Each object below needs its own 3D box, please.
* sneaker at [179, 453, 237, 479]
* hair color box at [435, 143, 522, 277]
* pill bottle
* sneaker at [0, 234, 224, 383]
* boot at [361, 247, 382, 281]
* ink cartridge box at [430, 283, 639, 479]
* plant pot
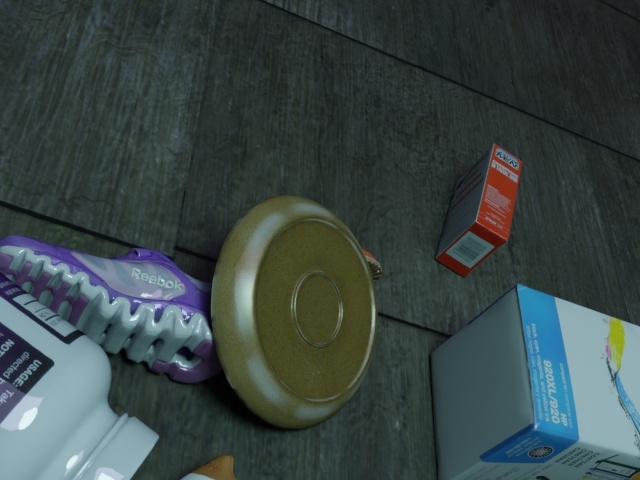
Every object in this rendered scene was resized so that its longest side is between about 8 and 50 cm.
[{"bbox_3d":[-0.005,0.289,0.675,0.290,0.106,0.123,42,47,4],"label":"sneaker"},{"bbox_3d":[0.213,-0.042,1.083,0.053,0.093,0.167,31,46,-9],"label":"hair color box"},{"bbox_3d":[-0.286,0.100,0.594,0.323,0.181,0.181,37,45,-2],"label":"pill bottle"},{"bbox_3d":[-0.191,0.048,0.765,0.237,0.095,0.104,25,41,-22],"label":"sneaker"},{"bbox_3d":[0.000,0.000,0.943,0.158,0.059,0.084,19,43,-17],"label":"boot"},{"bbox_3d":[0.265,0.186,0.882,0.233,0.171,0.168,18,49,-19],"label":"ink cartridge box"},{"bbox_3d":[-0.011,0.069,0.814,0.236,0.032,0.236,9,78,-49],"label":"plant pot"}]
